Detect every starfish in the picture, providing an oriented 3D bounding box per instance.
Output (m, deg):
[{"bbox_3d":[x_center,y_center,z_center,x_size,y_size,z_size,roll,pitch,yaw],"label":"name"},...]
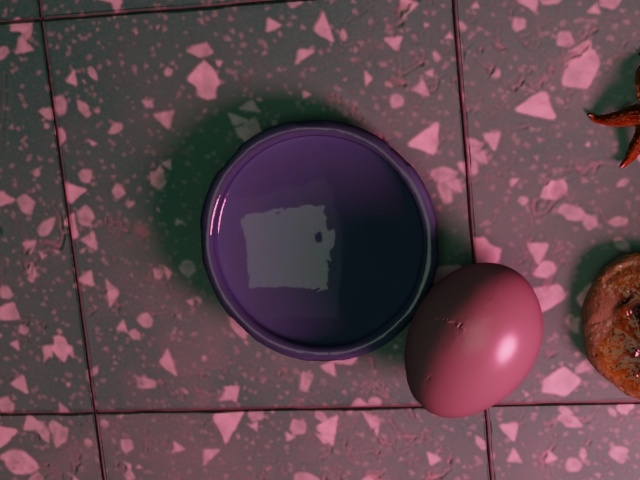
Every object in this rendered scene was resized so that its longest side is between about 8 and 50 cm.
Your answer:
[{"bbox_3d":[0.362,-0.145,1.810,0.133,0.041,0.130,-6,102,14],"label":"starfish"}]

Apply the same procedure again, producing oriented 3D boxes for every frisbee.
[{"bbox_3d":[0.000,-0.001,1.925,0.289,0.049,0.290,2,99,12],"label":"frisbee"}]

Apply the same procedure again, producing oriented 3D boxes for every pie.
[{"bbox_3d":[0.388,0.099,1.867,0.186,0.041,0.187,3,105,13],"label":"pie"}]

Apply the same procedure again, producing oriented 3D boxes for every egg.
[{"bbox_3d":[0.173,0.116,1.865,0.146,0.146,0.199,30,111,4],"label":"egg"}]
